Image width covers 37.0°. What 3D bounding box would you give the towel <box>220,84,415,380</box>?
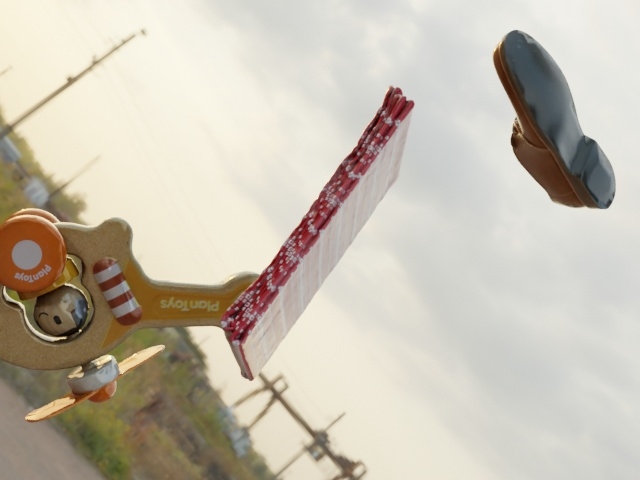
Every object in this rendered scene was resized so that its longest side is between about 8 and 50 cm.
[{"bbox_3d":[0.000,0.000,0.895,0.031,0.275,0.199,33,-15,10],"label":"towel"}]

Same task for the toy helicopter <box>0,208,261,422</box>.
[{"bbox_3d":[-0.221,0.090,1.120,0.140,0.354,0.235,-161,-106,-74],"label":"toy helicopter"}]

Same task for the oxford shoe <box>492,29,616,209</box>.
[{"bbox_3d":[0.213,-0.110,0.943,0.076,0.076,0.212,-3,-50,46],"label":"oxford shoe"}]
